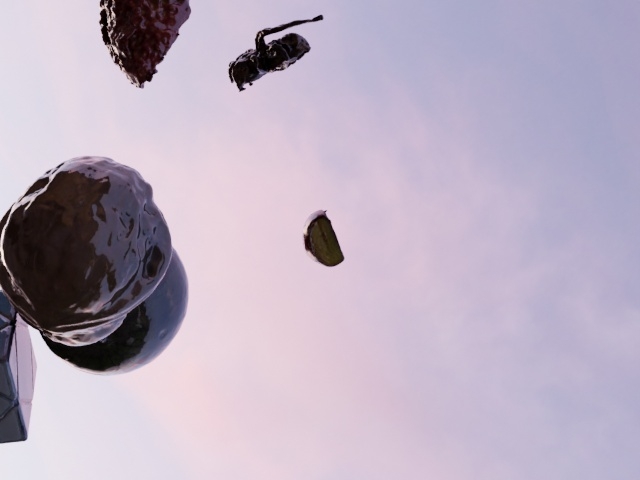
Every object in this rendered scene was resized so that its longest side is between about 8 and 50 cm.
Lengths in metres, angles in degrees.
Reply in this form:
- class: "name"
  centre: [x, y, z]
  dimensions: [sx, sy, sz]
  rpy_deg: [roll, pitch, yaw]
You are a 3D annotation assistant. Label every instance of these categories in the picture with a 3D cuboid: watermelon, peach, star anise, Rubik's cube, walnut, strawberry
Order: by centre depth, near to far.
- class: "strawberry"
  centre: [-0.253, -0.302, 1.329]
  dimensions: [0.098, 0.228, 0.174]
  rpy_deg: [32, -31, -33]
- class: "peach"
  centre: [0.000, 0.000, 1.373]
  dimensions: [0.083, 0.050, 0.077]
  rpy_deg: [93, -27, -68]
- class: "walnut"
  centre: [-0.339, 0.014, 1.405]
  dimensions: [0.227, 0.273, 0.273]
  rpy_deg: [37, -43, -17]
- class: "star anise"
  centre: [-0.063, -0.278, 1.442]
  dimensions: [0.191, 0.097, 0.070]
  rpy_deg: [-17, -78, 32]
- class: "Rubik's cube"
  centre: [-0.633, 0.231, 1.773]
  dimensions: [0.205, 0.205, 0.207]
  rpy_deg: [-4, -53, -7]
- class: "watermelon"
  centre: [-0.380, 0.102, 1.797]
  dimensions: [0.279, 0.359, 0.278]
  rpy_deg: [-2, -68, -5]
